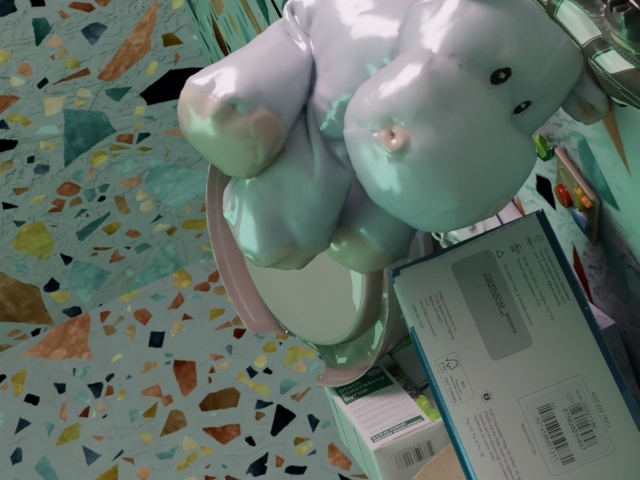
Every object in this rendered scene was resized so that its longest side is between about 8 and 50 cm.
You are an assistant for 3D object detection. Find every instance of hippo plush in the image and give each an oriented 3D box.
[{"bbox_3d":[0.082,-0.092,0.911,0.236,0.294,0.234,14,155,49],"label":"hippo plush"}]

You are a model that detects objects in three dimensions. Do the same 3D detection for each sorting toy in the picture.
[{"bbox_3d":[0.180,-0.040,0.997,0.083,0.012,0.062,60,173,35],"label":"sorting toy"}]

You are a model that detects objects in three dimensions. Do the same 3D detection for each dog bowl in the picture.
[{"bbox_3d":[0.000,0.000,1.662,0.349,0.102,0.349,26,125,44],"label":"dog bowl"}]

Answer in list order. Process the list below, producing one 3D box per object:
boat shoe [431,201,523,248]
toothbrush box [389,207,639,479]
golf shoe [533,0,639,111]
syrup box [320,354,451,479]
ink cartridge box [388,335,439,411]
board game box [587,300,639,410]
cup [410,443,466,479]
[{"bbox_3d":[0.127,-0.025,1.207,0.083,0.076,0.226,86,158,-74],"label":"boat shoe"},{"bbox_3d":[0.161,0.141,1.041,0.295,0.126,0.216,67,-179,-66],"label":"toothbrush box"},{"bbox_3d":[0.148,-0.112,0.687,0.198,0.077,0.094,-120,8,-48],"label":"golf shoe"},{"bbox_3d":[0.082,0.226,1.642,0.237,0.093,0.096,-133,23,-68],"label":"syrup box"},{"bbox_3d":[0.169,0.216,1.722,0.219,0.092,0.160,-123,11,-55],"label":"ink cartridge box"},{"bbox_3d":[0.226,0.094,1.093,0.090,0.020,0.090,-126,12,-70],"label":"board game box"},{"bbox_3d":[0.194,0.403,1.470,0.237,0.331,0.331,33,158,29],"label":"cup"}]
